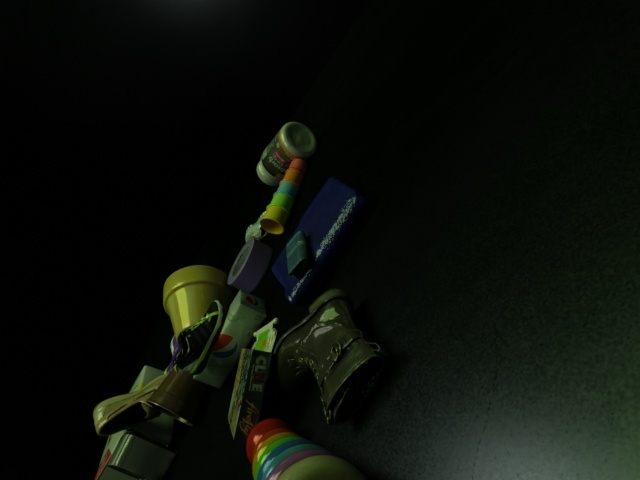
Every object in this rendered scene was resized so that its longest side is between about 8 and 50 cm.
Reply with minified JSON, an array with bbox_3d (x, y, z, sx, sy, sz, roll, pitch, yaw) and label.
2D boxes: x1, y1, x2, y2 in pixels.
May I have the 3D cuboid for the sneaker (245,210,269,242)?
[{"bbox_3d":[-0.244,-0.034,1.826,0.190,0.071,0.083,-48,28,33],"label":"sneaker"}]

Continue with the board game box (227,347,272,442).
[{"bbox_3d":[-0.152,0.311,0.959,0.243,0.042,0.165,140,141,-72],"label":"board game box"}]

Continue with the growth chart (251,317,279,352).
[{"bbox_3d":[-0.164,0.313,1.183,0.172,0.021,0.237,-45,23,41],"label":"growth chart"}]

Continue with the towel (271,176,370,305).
[{"bbox_3d":[0.000,0.000,1.147,0.308,0.076,0.227,-57,26,8],"label":"towel"}]

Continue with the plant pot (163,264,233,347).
[{"bbox_3d":[-0.438,0.259,1.659,0.254,0.254,0.239,-50,37,29],"label":"plant pot"}]

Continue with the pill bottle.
[{"bbox_3d":[-0.147,-0.345,1.879,0.278,0.162,0.162,-38,29,50],"label":"pill bottle"}]

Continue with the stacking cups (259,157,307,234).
[{"bbox_3d":[-0.120,-0.169,1.694,0.096,0.096,0.316,-35,26,52],"label":"stacking cups"}]

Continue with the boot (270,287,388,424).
[{"bbox_3d":[0.001,0.222,0.784,0.263,0.091,0.229,-58,22,17],"label":"boot"}]

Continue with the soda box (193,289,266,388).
[{"bbox_3d":[-0.272,0.295,1.374,0.286,0.091,0.098,-57,19,13],"label":"soda box"}]

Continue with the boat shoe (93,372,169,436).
[{"bbox_3d":[-0.561,0.545,1.517,0.110,0.341,0.121,31,135,55],"label":"boat shoe"}]

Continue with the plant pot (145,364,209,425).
[{"bbox_3d":[-0.432,0.471,1.452,0.167,0.167,0.165,-32,26,55],"label":"plant pot"}]

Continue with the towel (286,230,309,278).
[{"bbox_3d":[-0.053,0.031,1.088,0.067,0.029,0.119,-49,27,25],"label":"towel"}]

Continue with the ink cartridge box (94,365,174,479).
[{"bbox_3d":[-0.678,0.701,1.727,0.279,0.160,0.384,-58,19,7],"label":"ink cartridge box"}]

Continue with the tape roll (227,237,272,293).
[{"bbox_3d":[-0.253,0.090,1.647,0.189,0.080,0.189,-49,22,28],"label":"tape roll"}]

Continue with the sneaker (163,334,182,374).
[{"bbox_3d":[-0.542,0.446,1.864,0.146,0.102,0.293,-47,27,24],"label":"sneaker"}]

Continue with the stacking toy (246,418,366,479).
[{"bbox_3d":[-0.047,0.340,0.683,0.141,0.141,0.330,-65,15,-12],"label":"stacking toy"}]

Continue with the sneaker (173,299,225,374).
[{"bbox_3d":[-0.352,0.269,1.322,0.084,0.097,0.234,-32,36,50],"label":"sneaker"}]

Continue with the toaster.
[{"bbox_3d":[-0.566,0.677,1.439,0.168,0.186,0.110,-37,25,49],"label":"toaster"}]
